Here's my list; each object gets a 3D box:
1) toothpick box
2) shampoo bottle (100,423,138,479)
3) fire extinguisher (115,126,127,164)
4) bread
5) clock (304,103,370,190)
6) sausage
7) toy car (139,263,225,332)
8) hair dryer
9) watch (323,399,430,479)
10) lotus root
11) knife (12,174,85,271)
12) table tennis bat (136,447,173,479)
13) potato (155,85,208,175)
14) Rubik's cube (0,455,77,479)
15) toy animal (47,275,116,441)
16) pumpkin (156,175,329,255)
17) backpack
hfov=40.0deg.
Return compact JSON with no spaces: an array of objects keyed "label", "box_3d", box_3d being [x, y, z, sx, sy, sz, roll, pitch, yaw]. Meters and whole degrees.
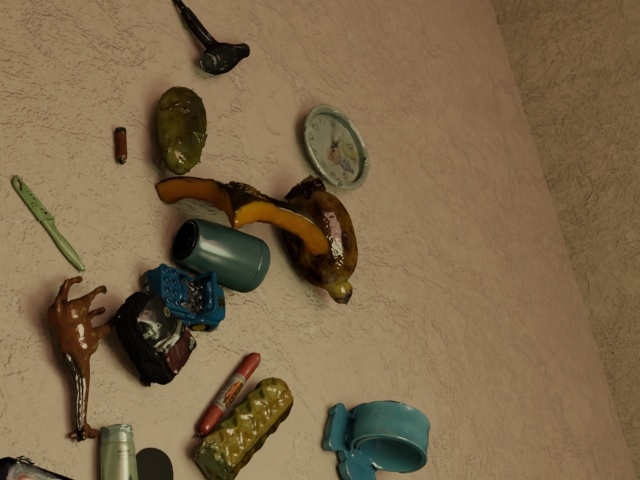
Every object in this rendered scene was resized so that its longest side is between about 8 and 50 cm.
[{"label":"toothpick box","box_3d":[-0.204,0.026,1.779,0.184,0.120,0.120,24,53,-37]},{"label":"shampoo bottle","box_3d":[-0.332,0.414,1.467,0.072,0.049,0.212,12,62,-46]},{"label":"fire extinguisher","box_3d":[-0.395,-0.185,1.740,0.028,0.023,0.083,72,11,-69]},{"label":"bread","box_3d":[-0.138,0.359,1.698,0.098,0.087,0.269,58,37,-7]},{"label":"clock","box_3d":[0.031,-0.233,2.253,0.237,0.053,0.236,25,53,-38]},{"label":"sausage","box_3d":[-0.178,0.298,1.730,0.034,0.034,0.253,54,40,-15]},{"label":"toy car","box_3d":[-0.250,0.107,1.692,0.191,0.100,0.097,22,52,-46]},{"label":"hair dryer","box_3d":[-0.265,-0.488,2.044,0.219,0.075,0.195,52,29,-5]},{"label":"watch","box_3d":[0.133,0.426,1.899,0.211,0.193,0.210,30,49,-40]},{"label":"lotus root","box_3d":[0.000,0.000,1.994,0.141,0.169,0.314,-17,84,-39]},{"label":"knife","box_3d":[-0.480,-0.029,1.562,0.207,0.014,0.030,55,40,-12]},{"label":"table tennis bat","box_3d":[-0.292,0.438,1.532,0.087,0.013,0.156,26,51,-41]},{"label":"potato","box_3d":[-0.289,-0.228,1.830,0.117,0.090,0.225,25,48,-32]},{"label":"Rubik's cube","box_3d":[-0.383,0.508,1.107,0.362,0.363,0.358,30,52,-36]},{"label":"toy animal","box_3d":[-0.404,0.196,1.496,0.229,0.067,0.224,-72,146,-53]},{"label":"pumpkin","box_3d":[-0.151,-0.066,1.814,0.290,0.258,0.095,14,98,-49]},{"label":"backpack","box_3d":[-0.295,0.173,1.575,0.120,0.106,0.165,-63,141,-41]}]
